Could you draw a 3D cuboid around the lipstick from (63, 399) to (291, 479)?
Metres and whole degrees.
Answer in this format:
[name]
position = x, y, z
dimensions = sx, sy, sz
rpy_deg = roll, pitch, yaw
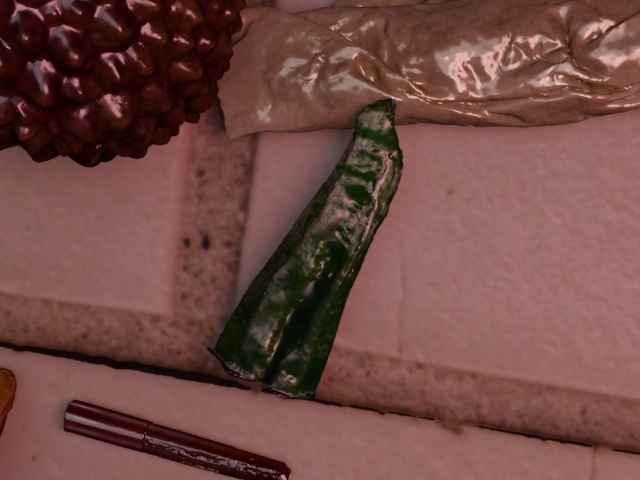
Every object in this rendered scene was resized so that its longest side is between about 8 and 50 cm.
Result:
[lipstick]
position = -0.107, 0.155, 0.888
dimensions = 0.176, 0.027, 0.027
rpy_deg = 15, 89, 6

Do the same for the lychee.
[lychee]
position = -0.187, -0.207, 0.777
dimensions = 0.306, 0.306, 0.330
rpy_deg = -34, 97, 4

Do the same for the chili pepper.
[chili pepper]
position = 0.000, 0.000, 0.842
dimensions = 0.088, 0.059, 0.227
rpy_deg = 26, 104, 8

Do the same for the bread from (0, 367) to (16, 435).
[bread]
position = -0.273, 0.172, 0.852
dimensions = 0.054, 0.136, 0.154
rpy_deg = 22, 94, -11

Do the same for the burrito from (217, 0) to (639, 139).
[burrito]
position = 0.118, -0.139, 0.848
dimensions = 0.392, 0.076, 0.117
rpy_deg = -3, 88, 7
